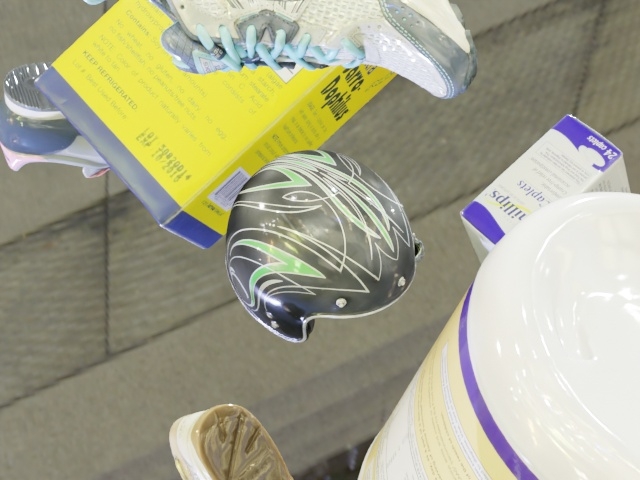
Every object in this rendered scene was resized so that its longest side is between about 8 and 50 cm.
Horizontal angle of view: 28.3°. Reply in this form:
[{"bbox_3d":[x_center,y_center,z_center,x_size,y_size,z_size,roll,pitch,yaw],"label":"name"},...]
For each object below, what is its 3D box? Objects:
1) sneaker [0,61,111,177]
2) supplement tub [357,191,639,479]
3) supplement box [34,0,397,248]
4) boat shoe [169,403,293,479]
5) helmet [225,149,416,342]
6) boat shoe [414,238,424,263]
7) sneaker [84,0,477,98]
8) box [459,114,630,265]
[{"bbox_3d":[-0.236,-0.136,1.556,0.319,0.112,0.131,5,133,-21],"label":"sneaker"},{"bbox_3d":[0.159,0.156,0.823,0.241,0.241,0.331,-3,143,-23],"label":"supplement tub"},{"bbox_3d":[-0.066,-0.188,1.258,0.356,0.194,0.195,-42,170,1],"label":"supplement box"},{"bbox_3d":[-0.060,0.311,1.352,0.109,0.098,0.302,-37,100,-36],"label":"boat shoe"},{"bbox_3d":[0.000,0.000,1.140,0.169,0.169,0.161,1,157,-26],"label":"helmet"},{"bbox_3d":[0.062,0.038,1.845,0.183,0.083,0.065,-24,90,-10],"label":"boat shoe"},{"bbox_3d":[-0.037,-0.146,0.820,0.122,0.283,0.110,-60,170,-14],"label":"sneaker"},{"bbox_3d":[0.207,-0.020,1.140,0.137,0.072,0.126,-42,146,-7],"label":"box"}]
